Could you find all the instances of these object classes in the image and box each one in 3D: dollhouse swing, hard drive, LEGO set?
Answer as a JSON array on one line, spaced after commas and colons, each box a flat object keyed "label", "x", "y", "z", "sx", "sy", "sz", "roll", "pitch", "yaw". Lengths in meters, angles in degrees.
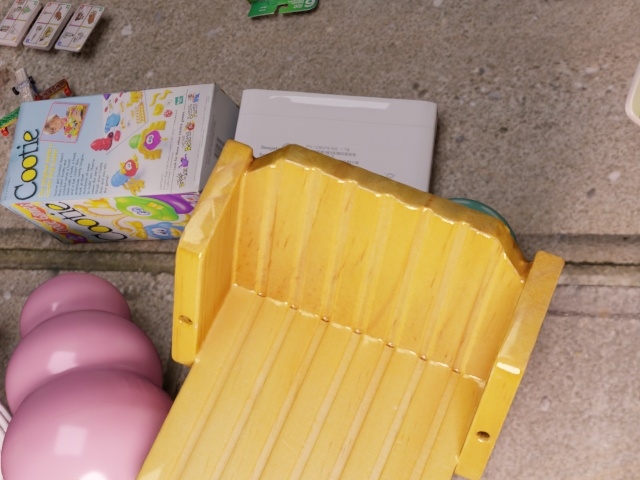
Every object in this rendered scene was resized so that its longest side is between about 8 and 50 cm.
[{"label": "dollhouse swing", "x": -0.002, "y": 0.145, "z": 1.234, "sx": 0.347, "sy": 0.315, "sz": 0.305, "roll": 22, "pitch": 51, "yaw": 10}, {"label": "hard drive", "x": 0.000, "y": 0.000, "z": 1.463, "sx": 0.233, "sy": 0.047, "sz": 0.353, "roll": 5, "pitch": 69, "yaw": 8}, {"label": "LEGO set", "x": -0.409, "y": -0.223, "z": 1.796, "sx": 0.183, "sy": 0.060, "sz": 0.244, "roll": 12, "pitch": 66, "yaw": 34}]

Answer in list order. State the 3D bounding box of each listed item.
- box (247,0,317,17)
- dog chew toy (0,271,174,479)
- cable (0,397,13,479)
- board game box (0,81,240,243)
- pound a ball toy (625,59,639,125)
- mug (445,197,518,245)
[{"label": "box", "x": -0.047, "y": -0.379, "z": 1.689, "sx": 0.105, "sy": 0.043, "sz": 0.179, "roll": -4, "pitch": 68, "yaw": 24}, {"label": "dog chew toy", "x": -0.263, "y": 0.174, "z": 1.459, "sx": 0.207, "sy": 0.206, "sz": 0.331, "roll": -27, "pitch": 51, "yaw": 12}, {"label": "cable", "x": -0.466, "y": 0.261, "z": 1.457, "sx": 0.089, "sy": 0.257, "sz": 0.257, "roll": 24, "pitch": 88, "yaw": 58}, {"label": "board game box", "x": -0.228, "y": -0.089, "z": 1.583, "sx": 0.275, "sy": 0.142, "sz": 0.144, "roll": -2, "pitch": 68, "yaw": 24}, {"label": "pound a ball toy", "x": 0.454, "y": -0.208, "z": 1.308, "sx": 0.208, "sy": 0.136, "sz": 0.319, "roll": -6, "pitch": 60, "yaw": 62}, {"label": "mug", "x": 0.158, "y": 0.023, "z": 1.365, "sx": 0.158, "sy": 0.097, "sz": 0.129, "roll": 11, "pitch": 69, "yaw": 6}]
